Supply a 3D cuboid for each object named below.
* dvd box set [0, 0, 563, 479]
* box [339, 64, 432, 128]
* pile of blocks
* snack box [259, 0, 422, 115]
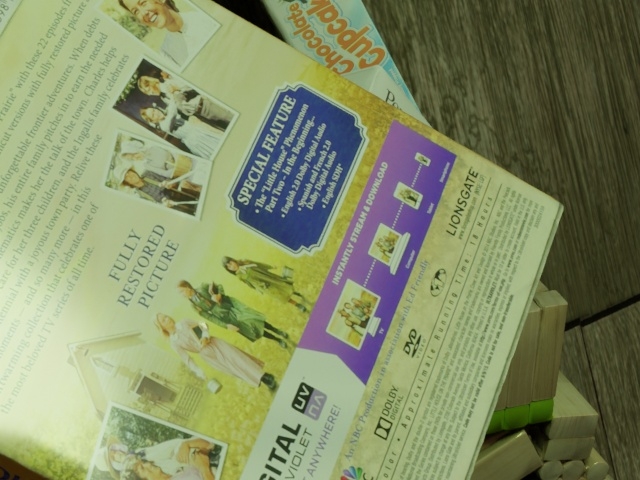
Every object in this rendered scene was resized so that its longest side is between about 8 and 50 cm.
[{"bbox_3d":[-0.098,0.005,0.986,0.420,0.062,0.307,29,56,-9],"label":"dvd box set"},{"bbox_3d":[0.000,0.000,1.218,0.181,0.182,0.119,46,47,-37],"label":"box"},{"bbox_3d":[0.147,0.160,1.473,0.362,0.149,0.112,64,-7,-35],"label":"pile of blocks"},{"bbox_3d":[-0.044,-0.222,1.208,0.322,0.060,0.187,58,3,-40],"label":"snack box"}]
